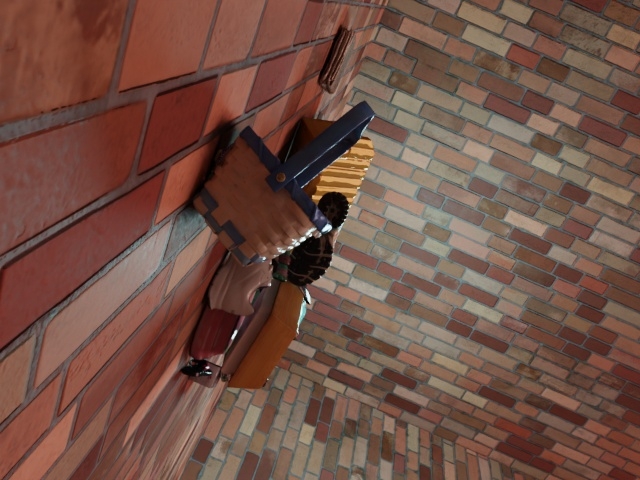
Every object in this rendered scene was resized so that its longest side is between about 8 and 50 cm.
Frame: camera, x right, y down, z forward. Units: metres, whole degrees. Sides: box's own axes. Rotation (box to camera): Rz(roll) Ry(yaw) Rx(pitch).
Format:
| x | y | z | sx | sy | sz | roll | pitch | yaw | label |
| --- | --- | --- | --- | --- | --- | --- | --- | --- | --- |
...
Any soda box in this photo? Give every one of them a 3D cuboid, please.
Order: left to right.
| x | y | z | sx | sy | sz | roll | pitch | yaw | label |
| --- | --- | --- | --- | --- | --- | --- | --- | --- | --- |
| -0.356 | 0.420 | 1.737 | 0.216 | 0.074 | 0.069 | 114 | -1 | -76 | soda box |

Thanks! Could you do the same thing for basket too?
| x | y | z | sx | sy | sz | roll | pitch | yaw | label |
| --- | --- | --- | --- | --- | --- | --- | --- | --- | --- |
| -0.044 | -0.097 | 0.861 | 0.289 | 0.201 | 0.255 | -35 | 179 | -2 | basket |

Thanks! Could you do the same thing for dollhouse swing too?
| x | y | z | sx | sy | sz | roll | pitch | yaw | label |
| --- | --- | --- | --- | --- | --- | --- | --- | --- | --- |
| 0.040 | -0.153 | 1.687 | 0.346 | 0.305 | 0.315 | -66 | -152 | 27 | dollhouse swing |

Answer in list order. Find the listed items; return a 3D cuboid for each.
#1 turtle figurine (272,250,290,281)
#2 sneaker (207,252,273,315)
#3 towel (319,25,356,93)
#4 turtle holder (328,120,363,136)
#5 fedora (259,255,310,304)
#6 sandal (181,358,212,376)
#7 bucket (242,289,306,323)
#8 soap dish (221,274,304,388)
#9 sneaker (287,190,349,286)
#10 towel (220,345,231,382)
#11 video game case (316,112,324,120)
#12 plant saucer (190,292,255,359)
| x | y | z | sx | sy | sz | roll | pitch | yaw | label |
| --- | --- | --- | --- | --- | --- | --- | --- | --- | --- |
| -0.096 | -0.017 | 1.433 | 0.118 | 0.175 | 0.234 | 38 | 70 | -55 | turtle figurine |
| -0.165 | 0.048 | 1.343 | 0.111 | 0.129 | 0.297 | 108 | 4 | -77 | sneaker |
| 0.054 | -0.557 | 1.720 | 0.282 | 0.049 | 0.187 | -72 | -173 | -80 | towel |
| 0.009 | -0.275 | 1.922 | 0.320 | 0.243 | 0.227 | -30 | 172 | 13 | turtle holder |
| -0.170 | 0.137 | 1.983 | 0.153 | 0.334 | 0.334 | -32 | 174 | -9 | fedora |
| -0.330 | 0.342 | 1.491 | 0.179 | 0.067 | 0.040 | 100 | 2 | -79 | sandal |
| -0.206 | 0.304 | 2.314 | 0.183 | 0.281 | 0.281 | -63 | 177 | -67 | bucket |
| -0.142 | 0.236 | 1.445 | 0.229 | 0.118 | 0.291 | -58 | -173 | 15 | soap dish |
| 0.000 | 0.000 | 1.537 | 0.283 | 0.110 | 0.122 | -61 | 180 | 2 | sneaker |
| -0.284 | 0.300 | 1.821 | 0.248 | 0.038 | 0.324 | 117 | -20 | -77 | towel |
| -0.034 | -0.387 | 2.148 | 0.173 | 0.022 | 0.190 | 108 | 5 | -86 | video game case |
| -0.247 | 0.180 | 1.515 | 0.332 | 0.084 | 0.332 | 23 | 90 | -90 | plant saucer |
